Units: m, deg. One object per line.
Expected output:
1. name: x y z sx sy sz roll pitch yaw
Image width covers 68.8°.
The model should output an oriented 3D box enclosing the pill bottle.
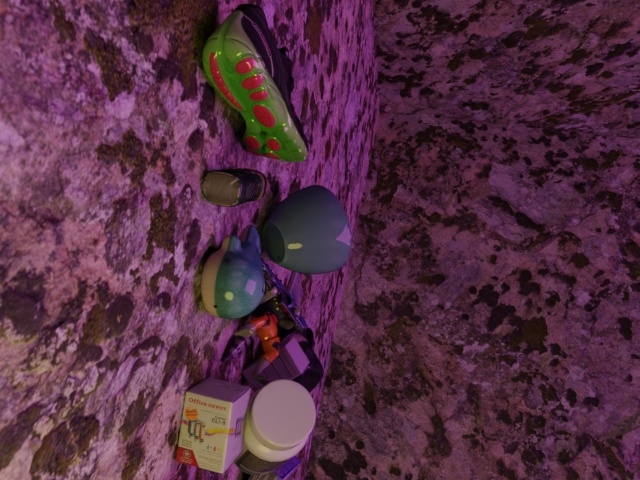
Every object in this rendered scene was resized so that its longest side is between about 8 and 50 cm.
1. pill bottle: -0.145 0.540 1.345 0.361 0.204 0.204 119 -8 -52

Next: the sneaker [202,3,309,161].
1. sneaker: -0.114 -0.346 1.124 0.483 0.185 0.203 72 33 -67

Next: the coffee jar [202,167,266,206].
1. coffee jar: -0.197 -0.129 1.109 0.184 0.096 0.079 -36 137 -72

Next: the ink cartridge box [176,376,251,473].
1. ink cartridge box: -0.263 0.452 1.164 0.127 0.128 0.177 5 93 -78

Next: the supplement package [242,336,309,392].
1. supplement package: -0.144 0.413 1.523 0.105 0.179 0.105 58 14 3

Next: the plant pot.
1. plant pot: -0.069 -0.015 1.478 0.195 0.290 0.291 -18 123 -36

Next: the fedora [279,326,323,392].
1. fedora: -0.086 0.480 1.713 0.334 0.152 0.334 -40 149 -30

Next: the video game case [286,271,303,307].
1. video game case: -0.117 0.254 1.950 0.213 0.023 0.194 83 20 -55

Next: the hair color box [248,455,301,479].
1. hair color box: -0.192 0.911 1.762 0.185 0.110 0.339 -54 162 -7

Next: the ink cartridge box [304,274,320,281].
1. ink cartridge box: -0.016 0.059 1.973 0.153 0.087 0.209 -40 152 -18

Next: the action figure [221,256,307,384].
1. action figure: -0.188 0.206 1.404 0.342 0.178 0.330 62 21 -24

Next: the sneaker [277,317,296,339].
1. sneaker: -0.138 0.341 1.765 0.228 0.087 0.130 94 5 -47

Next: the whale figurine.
1. whale figurine: -0.192 0.076 1.177 0.272 0.141 0.217 -66 161 -52
